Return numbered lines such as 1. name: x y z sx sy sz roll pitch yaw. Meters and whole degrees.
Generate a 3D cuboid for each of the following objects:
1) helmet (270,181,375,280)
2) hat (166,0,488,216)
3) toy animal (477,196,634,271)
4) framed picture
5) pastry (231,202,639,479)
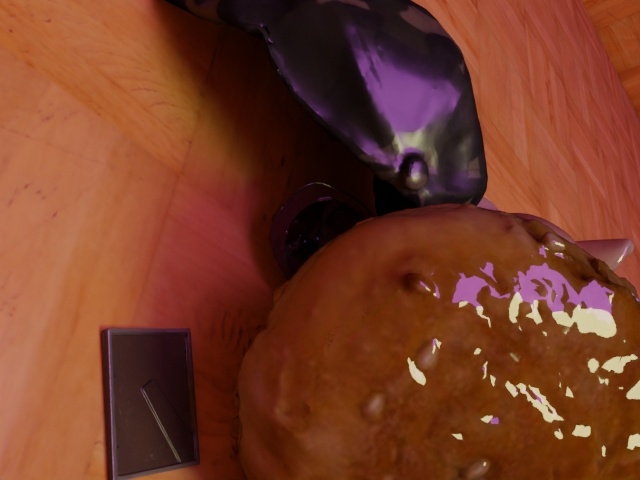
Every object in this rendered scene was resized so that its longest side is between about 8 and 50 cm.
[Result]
1. helmet: 0.000 0.000 0.520 0.089 0.057 0.111 -43 112 -6
2. hat: 0.062 -0.197 0.582 0.366 0.257 0.382 41 65 -39
3. toy animal: 0.191 0.085 0.630 0.256 0.195 0.213 -37 143 -61
4. framed picture: -0.105 0.099 0.382 0.066 0.006 0.089 10 68 -52
5. pastry: 0.092 0.117 0.441 0.315 0.285 0.184 35 2 -16
